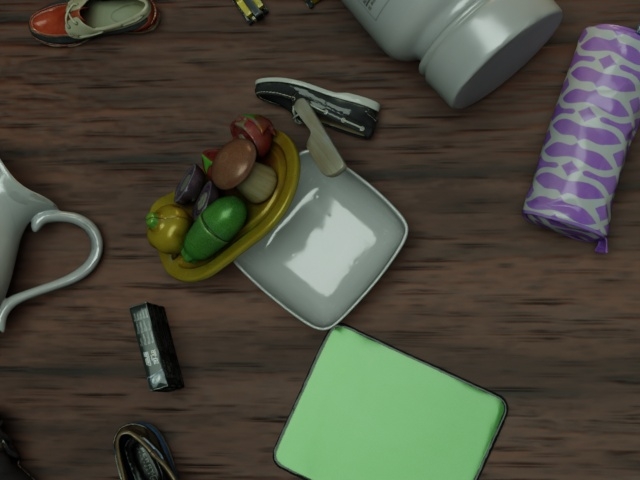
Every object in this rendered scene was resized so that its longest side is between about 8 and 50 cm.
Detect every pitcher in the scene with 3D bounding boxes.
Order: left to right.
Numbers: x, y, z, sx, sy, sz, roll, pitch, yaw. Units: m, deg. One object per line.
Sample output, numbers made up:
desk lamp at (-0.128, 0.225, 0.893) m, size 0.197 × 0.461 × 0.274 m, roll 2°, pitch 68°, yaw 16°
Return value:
pitcher at (-0.329, 0.029, 1.404) m, size 0.178 × 0.125 × 0.207 m, roll 35°, pitch 79°, yaw -5°

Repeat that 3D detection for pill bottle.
pill bottle at (0.083, -0.270, 1.349) m, size 0.160 × 0.160 × 0.283 m, roll -39°, pitch 80°, yaw 2°

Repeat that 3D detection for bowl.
bowl at (0.000, 0.000, 1.383) m, size 0.142 × 0.053 × 0.142 m, roll 40°, pitch 91°, yaw 11°

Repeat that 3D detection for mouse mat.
mouse mat at (0.065, 0.182, 1.374) m, size 0.190 × 0.007 × 0.152 m, roll 24°, pitch 87°, yaw 12°

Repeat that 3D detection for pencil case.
pencil case at (0.256, -0.100, 1.344) m, size 0.088 × 0.086 × 0.206 m, roll 21°, pitch 88°, yaw -17°

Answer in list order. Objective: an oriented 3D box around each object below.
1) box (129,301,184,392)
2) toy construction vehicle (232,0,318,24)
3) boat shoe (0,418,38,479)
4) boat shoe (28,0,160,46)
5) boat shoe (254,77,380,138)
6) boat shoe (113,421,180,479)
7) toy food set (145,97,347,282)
box at (-0.156, 0.103, 1.386) m, size 0.018 × 0.067 × 0.083 m, roll -17°, pitch 82°, yaw 7°
toy construction vehicle at (-0.052, -0.262, 1.432) m, size 0.086 × 0.035 × 0.098 m, roll -33°, pitch 79°, yaw 3°
boat shoe at (-0.347, 0.194, 1.387) m, size 0.285 × 0.103 × 0.092 m, roll 31°, pitch 96°, yaw 17°
boat shoe at (-0.230, -0.223, 1.450) m, size 0.137 × 0.043 × 0.049 m, roll -3°, pitch 84°, yaw 10°
boat shoe at (-0.006, -0.127, 1.405) m, size 0.125 × 0.046 × 0.038 m, roll 14°, pitch 80°, yaw 2°
boat shoe at (-0.149, 0.257, 1.366) m, size 0.066 × 0.066 × 0.183 m, roll -33°, pitch 79°, yaw 4°
toy food set at (-0.092, -0.057, 1.353) m, size 0.218 × 0.071 × 0.128 m, roll -38°, pitch 45°, yaw 19°
